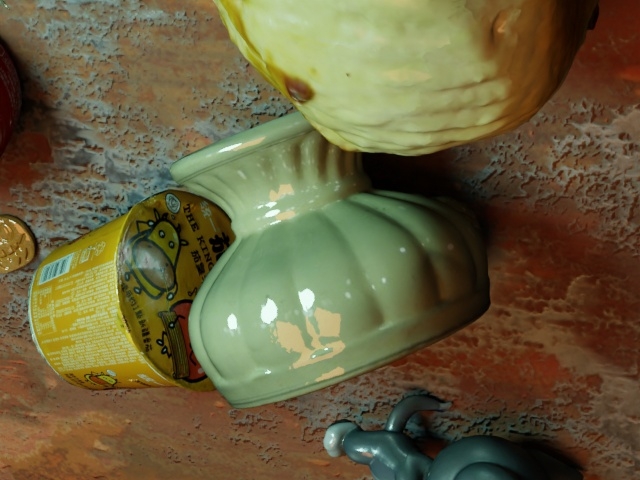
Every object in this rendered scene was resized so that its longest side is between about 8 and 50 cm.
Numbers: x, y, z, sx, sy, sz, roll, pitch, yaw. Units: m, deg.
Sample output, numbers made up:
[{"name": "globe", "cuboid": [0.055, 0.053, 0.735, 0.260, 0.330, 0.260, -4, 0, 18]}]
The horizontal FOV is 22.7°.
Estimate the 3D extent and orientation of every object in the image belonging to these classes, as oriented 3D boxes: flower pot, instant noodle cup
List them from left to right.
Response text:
[{"name": "instant noodle cup", "cuboid": [-0.193, 0.067, 1.694, 0.172, 0.216, 0.216, -15, 113, 38]}, {"name": "flower pot", "cuboid": [0.000, 0.000, 1.533, 0.307, 0.307, 0.244, -19, 94, 29]}]

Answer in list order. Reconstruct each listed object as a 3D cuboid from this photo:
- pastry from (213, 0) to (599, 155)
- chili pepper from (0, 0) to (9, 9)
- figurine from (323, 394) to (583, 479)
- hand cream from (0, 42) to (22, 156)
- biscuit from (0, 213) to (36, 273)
[{"name": "pastry", "cuboid": [0.069, -0.256, 1.293, 0.313, 0.388, 0.388, 15, 124, 16]}, {"name": "chili pepper", "cuboid": [-0.344, -0.320, 1.586, 0.086, 0.084, 0.192, 1, 116, 39]}, {"name": "figurine", "cuboid": [0.140, 0.249, 1.719, 0.265, 0.193, 0.140, 36, 105, 32]}, {"name": "hand cream", "cuboid": [-0.415, -0.138, 1.676, 0.193, 0.125, 0.193, 3, 120, 5]}, {"name": "biscuit", "cuboid": [-0.370, 0.001, 1.829, 0.091, 0.015, 0.078, -23, 109, 30]}]
